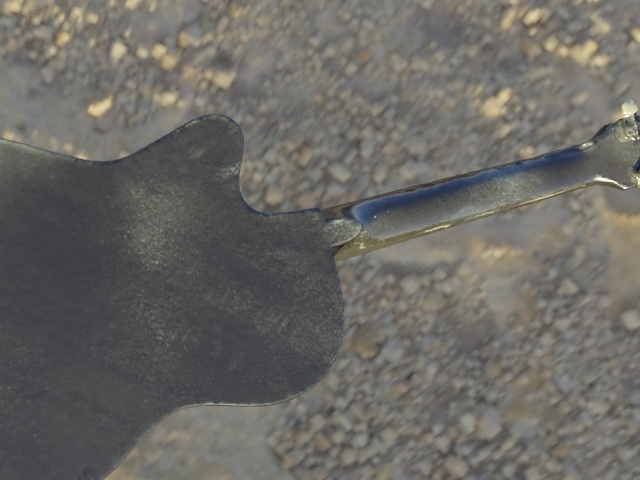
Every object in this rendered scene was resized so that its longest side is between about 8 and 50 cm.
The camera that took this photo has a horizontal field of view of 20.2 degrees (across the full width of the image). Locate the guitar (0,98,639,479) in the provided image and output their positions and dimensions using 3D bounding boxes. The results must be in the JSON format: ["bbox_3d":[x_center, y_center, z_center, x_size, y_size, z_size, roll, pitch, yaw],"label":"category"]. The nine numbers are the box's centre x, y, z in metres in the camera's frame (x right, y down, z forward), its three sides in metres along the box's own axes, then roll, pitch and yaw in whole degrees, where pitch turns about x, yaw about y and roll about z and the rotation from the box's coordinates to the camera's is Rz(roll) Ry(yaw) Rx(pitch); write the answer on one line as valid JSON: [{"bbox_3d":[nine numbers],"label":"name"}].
[{"bbox_3d":[0.000,0.000,0.427,0.233,0.025,0.088,-15,89,-17],"label":"guitar"}]
